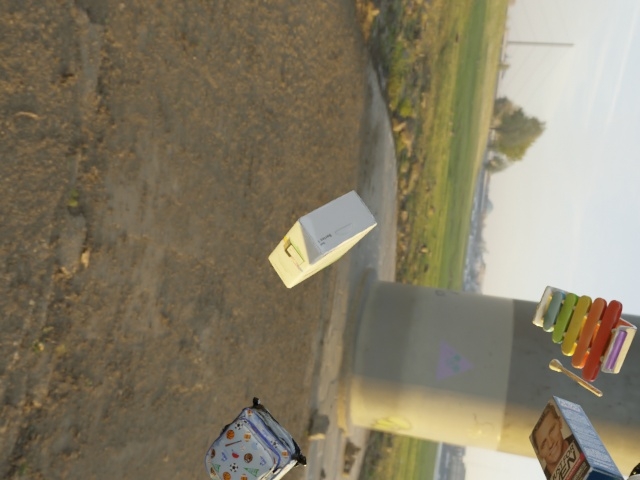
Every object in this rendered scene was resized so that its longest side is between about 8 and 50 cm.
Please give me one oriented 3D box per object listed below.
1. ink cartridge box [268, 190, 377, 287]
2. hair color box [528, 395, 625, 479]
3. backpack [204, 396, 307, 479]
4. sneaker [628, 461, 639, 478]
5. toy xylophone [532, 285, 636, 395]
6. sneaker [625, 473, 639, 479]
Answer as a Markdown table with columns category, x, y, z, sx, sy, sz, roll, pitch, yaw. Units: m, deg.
| category | x | y | z | sx | sy | sz | roll | pitch | yaw |
| --- | --- | --- | --- | --- | --- | --- | --- | --- | --- |
| ink cartridge box | 0.000 | 0.000 | 1.687 | 0.201 | 0.117 | 0.278 | -29 | 171 | -30 |
| hair color box | 0.724 | 0.624 | 1.761 | 0.347 | 0.105 | 0.173 | -77 | -173 | -72 |
| backpack | -0.231 | 0.696 | 1.955 | 0.263 | 0.276 | 0.213 | -50 | 157 | 12 |
| sneaker | 0.866 | 0.555 | 1.520 | 0.078 | 0.106 | 0.234 | 54 | -50 | 44 |
| toy xylophone | 0.655 | 0.247 | 1.534 | 0.323 | 0.081 | 0.236 | -156 | -100 | -75 |
| sneaker | 0.640 | 0.475 | 1.068 | 0.123 | 0.290 | 0.105 | 137 | -29 | -80 |
